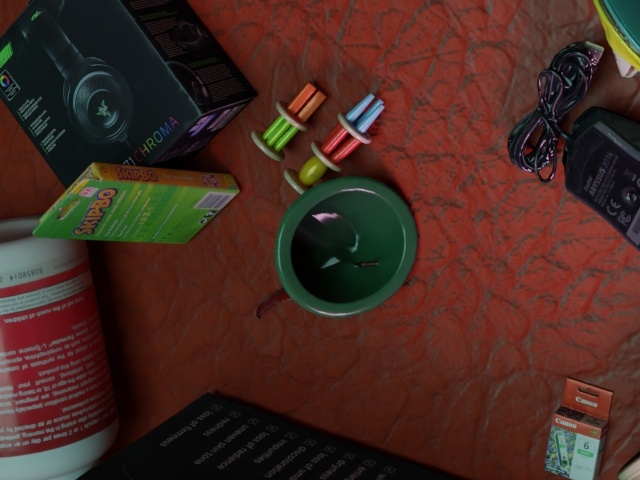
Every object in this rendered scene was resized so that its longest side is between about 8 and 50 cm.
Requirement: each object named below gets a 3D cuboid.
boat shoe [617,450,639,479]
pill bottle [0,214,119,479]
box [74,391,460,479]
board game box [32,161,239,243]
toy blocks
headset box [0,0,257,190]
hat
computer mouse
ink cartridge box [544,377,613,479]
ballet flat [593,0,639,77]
[{"bbox_3d":[0.468,0.222,1.724,0.302,0.109,0.098,-32,86,28],"label":"boat shoe"},{"bbox_3d":[-0.402,0.185,2.140,0.229,0.229,0.408,-2,103,31],"label":"pill bottle"},{"bbox_3d":[-0.074,0.455,1.884,0.471,0.480,0.297,14,113,26],"label":"box"},{"bbox_3d":[-0.232,-0.044,1.958,0.124,0.259,0.039,-42,65,32],"label":"board game box"},{"bbox_3d":[0.001,-0.143,1.912,0.148,0.054,0.123,-46,68,17],"label":"toy blocks"},{"bbox_3d":[-0.268,-0.213,2.001,0.246,0.131,0.283,-39,83,32],"label":"headset box"},{"bbox_3d":[0.000,0.000,1.973,0.208,0.183,0.173,-25,105,-9],"label":"hat"},{"bbox_3d":[0.344,-0.083,1.720,0.272,0.072,0.188,45,139,19],"label":"computer mouse"},{"bbox_3d":[0.307,0.228,1.861,0.063,0.029,0.115,17,113,26],"label":"ink cartridge box"},{"bbox_3d":[0.366,-0.187,1.682,0.231,0.077,0.077,44,144,10],"label":"ballet flat"}]
